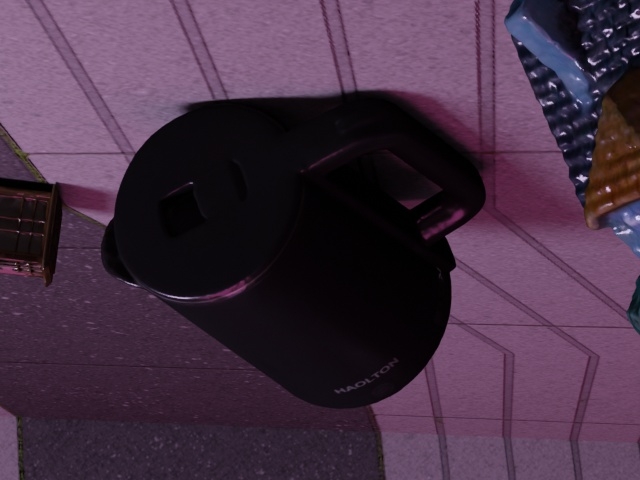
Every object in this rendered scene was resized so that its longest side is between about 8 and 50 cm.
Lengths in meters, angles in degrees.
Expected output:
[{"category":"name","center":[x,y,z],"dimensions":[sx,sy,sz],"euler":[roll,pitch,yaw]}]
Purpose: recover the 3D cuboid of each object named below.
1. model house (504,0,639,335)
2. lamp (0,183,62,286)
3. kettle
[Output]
[{"category":"model house","center":[0.243,-0.086,1.165],"dimensions":[0.241,0.226,0.261],"euler":[40,154,-11]},{"category":"lamp","center":[-0.421,-0.022,1.803],"dimensions":[0.325,0.089,0.090],"euler":[7,166,-5]},{"category":"kettle","center":[-0.004,0.014,1.594],"dimensions":[0.262,0.203,0.308],"euler":[0,162,26]}]
